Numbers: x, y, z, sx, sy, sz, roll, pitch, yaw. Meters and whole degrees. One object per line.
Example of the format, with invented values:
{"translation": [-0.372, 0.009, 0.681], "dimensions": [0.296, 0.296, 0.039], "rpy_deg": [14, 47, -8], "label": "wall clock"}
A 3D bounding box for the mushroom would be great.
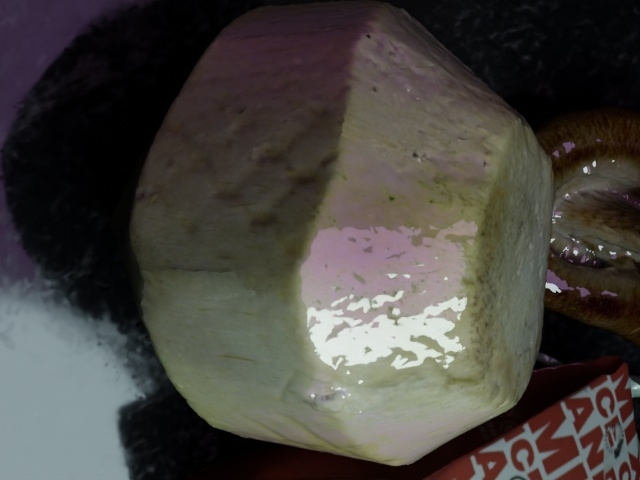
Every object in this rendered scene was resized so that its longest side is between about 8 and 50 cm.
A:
{"translation": [0.231, 0.007, 0.997], "dimensions": [0.227, 0.217, 0.148], "rpy_deg": [15, 95, -25], "label": "mushroom"}

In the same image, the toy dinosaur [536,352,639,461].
{"translation": [0.202, 0.167, 1.118], "dimensions": [0.212, 0.057, 0.142], "rpy_deg": [29, 105, -8], "label": "toy dinosaur"}

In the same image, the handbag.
{"translation": [0.082, 0.184, 1.004], "dimensions": [0.298, 0.151, 0.171], "rpy_deg": [-19, 106, -20], "label": "handbag"}

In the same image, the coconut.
{"translation": [0.000, 0.000, 0.890], "dimensions": [0.259, 0.259, 0.259], "rpy_deg": [-5, 102, -23], "label": "coconut"}
